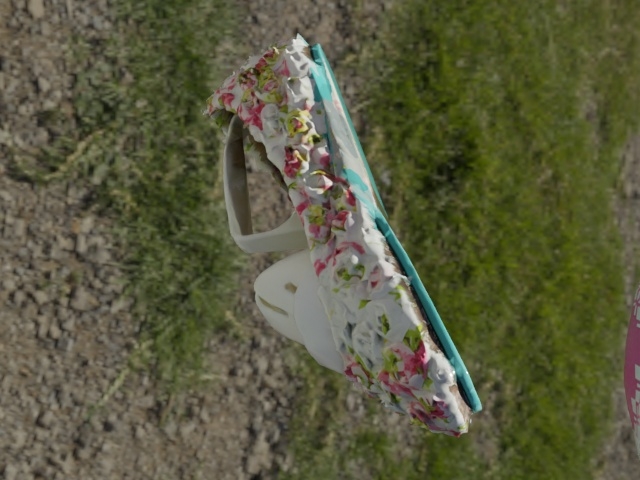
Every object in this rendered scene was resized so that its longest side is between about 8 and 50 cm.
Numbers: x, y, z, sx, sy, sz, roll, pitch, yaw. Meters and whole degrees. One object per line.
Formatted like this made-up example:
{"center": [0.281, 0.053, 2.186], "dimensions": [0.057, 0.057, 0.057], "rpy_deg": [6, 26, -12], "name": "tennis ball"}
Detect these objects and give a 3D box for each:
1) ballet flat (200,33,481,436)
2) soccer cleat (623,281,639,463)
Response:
{"center": [0.000, 0.000, 0.502], "dimensions": [0.091, 0.077, 0.241], "rpy_deg": [64, 4, -49], "name": "ballet flat"}
{"center": [0.217, 0.147, 0.505], "dimensions": [0.143, 0.116, 0.331], "rpy_deg": [61, 27, -76], "name": "soccer cleat"}
